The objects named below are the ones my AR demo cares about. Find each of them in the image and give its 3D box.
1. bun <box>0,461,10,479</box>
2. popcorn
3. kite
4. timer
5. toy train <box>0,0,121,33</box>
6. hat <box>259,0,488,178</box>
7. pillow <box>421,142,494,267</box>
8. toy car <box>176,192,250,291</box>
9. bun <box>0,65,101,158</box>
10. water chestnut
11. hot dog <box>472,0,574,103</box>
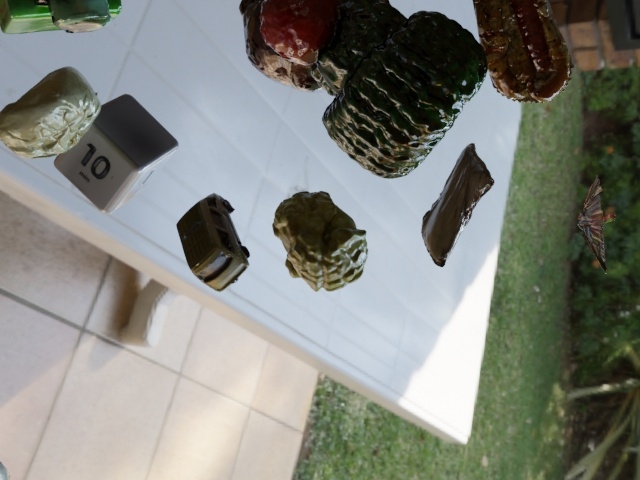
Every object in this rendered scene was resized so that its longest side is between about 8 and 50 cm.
[{"bbox_3d":[-0.527,0.364,1.002,0.094,0.138,0.138,-88,164,-59],"label":"bun"},{"bbox_3d":[0.000,0.000,1.619,0.195,0.255,0.256,-44,94,-16],"label":"popcorn"},{"bbox_3d":[0.678,-0.036,1.710,0.183,0.014,0.241,132,-45,-81],"label":"kite"},{"bbox_3d":[-0.509,-0.218,1.746,0.192,0.195,0.194,45,36,-5],"label":"timer"},{"bbox_3d":[-0.241,-0.295,0.599,0.132,0.188,0.243,-16,98,-30],"label":"toy train"},{"bbox_3d":[0.065,-0.272,1.045,0.332,0.274,0.242,37,56,-4],"label":"hat"},{"bbox_3d":[0.324,-0.087,1.664,0.270,0.067,0.173,-62,-158,22],"label":"pillow"},{"bbox_3d":[-0.238,-0.015,1.477,0.124,0.101,0.256,37,17,-41],"label":"toy car"},{"bbox_3d":[-0.579,-0.265,1.507,0.145,0.229,0.229,54,43,-16],"label":"bun"},{"bbox_3d":[0.027,-0.432,1.333,0.335,0.347,0.335,-59,171,-15],"label":"water chestnut"},{"bbox_3d":[0.308,-0.330,1.081,0.069,0.131,0.252,-64,136,-57],"label":"hot dog"}]
